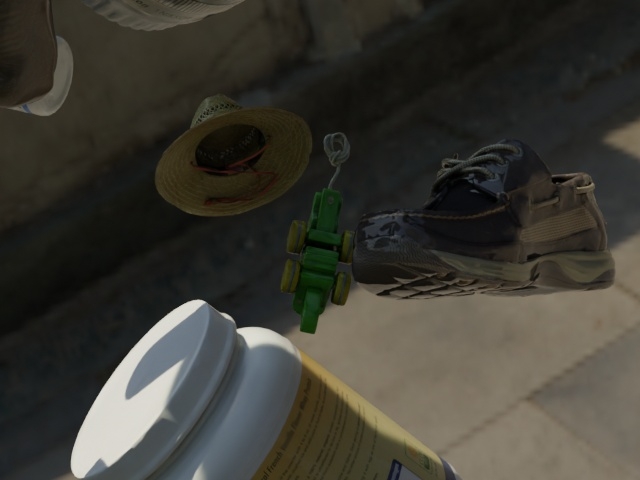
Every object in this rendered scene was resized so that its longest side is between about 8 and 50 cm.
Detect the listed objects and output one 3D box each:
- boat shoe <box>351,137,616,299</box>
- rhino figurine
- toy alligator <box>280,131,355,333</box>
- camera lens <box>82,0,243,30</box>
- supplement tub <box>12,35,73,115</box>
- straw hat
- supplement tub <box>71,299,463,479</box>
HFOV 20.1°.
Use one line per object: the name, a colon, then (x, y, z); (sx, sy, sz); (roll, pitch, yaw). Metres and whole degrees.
boat shoe: (0.135, -0.017, 1.552); (0.132, 0.130, 0.355); (-7, -6, 31)
rhino figurine: (-0.224, -0.192, 1.232); (0.106, 0.243, 0.073); (24, 45, 17)
toy alligator: (0.000, 0.000, 1.548); (0.056, 0.051, 0.189); (12, 63, -7)
camera lens: (-0.078, -0.310, 1.454); (0.274, 0.219, 0.219); (-23, 25, 41)
supplement tub: (-0.271, -0.149, 1.536); (0.107, 0.071, 0.071); (13, 43, 18)
straw hat: (-0.079, -0.085, 1.499); (0.144, 0.144, 0.061); (-17, 58, -6)
supplement tub: (-0.044, 0.221, 1.643); (0.228, 0.316, 0.228); (-44, 20, 20)
